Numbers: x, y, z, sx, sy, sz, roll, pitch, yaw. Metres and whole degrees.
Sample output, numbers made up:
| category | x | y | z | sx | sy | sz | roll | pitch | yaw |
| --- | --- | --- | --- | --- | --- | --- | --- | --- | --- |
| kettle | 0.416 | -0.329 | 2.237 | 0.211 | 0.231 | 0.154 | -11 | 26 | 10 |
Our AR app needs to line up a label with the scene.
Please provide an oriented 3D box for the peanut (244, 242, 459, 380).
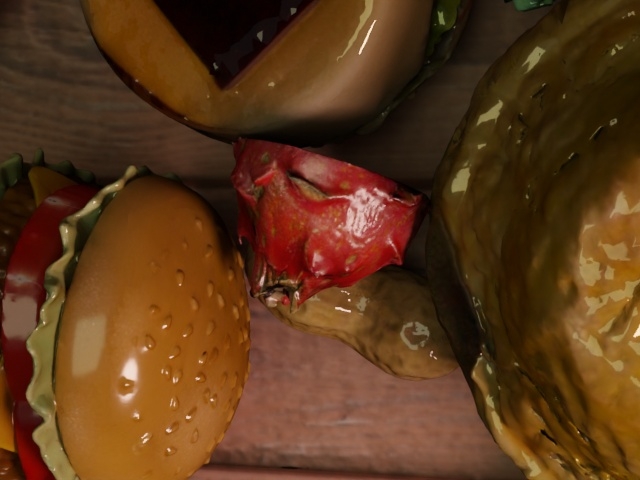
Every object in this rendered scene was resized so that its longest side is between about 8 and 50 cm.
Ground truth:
| category | x | y | z | sx | sy | sz | roll | pitch | yaw |
| --- | --- | --- | --- | --- | --- | --- | --- | --- | --- |
| peanut | 0.026 | 0.044 | 1.484 | 0.192 | 0.089 | 0.089 | 25 | 103 | 16 |

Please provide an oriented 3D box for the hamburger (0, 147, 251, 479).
| category | x | y | z | sx | sy | sz | roll | pitch | yaw |
| --- | --- | --- | --- | --- | --- | --- | --- | --- | --- |
| hamburger | -0.164 | 0.071 | 1.462 | 0.212 | 0.274 | 0.274 | 6 | 97 | 22 |

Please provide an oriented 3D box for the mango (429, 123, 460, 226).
| category | x | y | z | sx | sy | sz | roll | pitch | yaw |
| --- | --- | --- | --- | --- | --- | --- | --- | --- | --- |
| mango | 0.168 | -0.066 | 1.422 | 0.237 | 0.091 | 0.137 | -28 | 80 | 20 |

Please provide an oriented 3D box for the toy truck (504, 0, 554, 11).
| category | x | y | z | sx | sy | sz | roll | pitch | yaw |
| --- | --- | --- | --- | --- | --- | --- | --- | --- | --- |
| toy truck | 0.187 | -0.219 | 1.406 | 0.154 | 0.078 | 0.080 | -21 | 97 | -10 |

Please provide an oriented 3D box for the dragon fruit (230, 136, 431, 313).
| category | x | y | z | sx | sy | sz | roll | pitch | yaw |
| --- | --- | --- | --- | --- | --- | --- | --- | --- | --- |
| dragon fruit | 0.000 | 0.000 | 1.397 | 0.153 | 0.153 | 0.111 | 14 | 87 | 18 |

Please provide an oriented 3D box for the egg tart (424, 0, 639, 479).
| category | x | y | z | sx | sy | sz | roll | pitch | yaw |
| --- | --- | --- | --- | --- | --- | --- | --- | --- | --- |
| egg tart | 0.267 | 0.031 | 1.262 | 0.443 | 0.178 | 0.443 | 5 | 104 | 21 |

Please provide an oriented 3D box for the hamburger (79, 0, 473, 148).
| category | x | y | z | sx | sy | sz | roll | pitch | yaw |
| --- | --- | --- | --- | --- | --- | --- | --- | --- | --- |
| hamburger | -0.034 | -0.204 | 1.439 | 0.302 | 0.170 | 0.302 | 3 | 97 | 23 |
